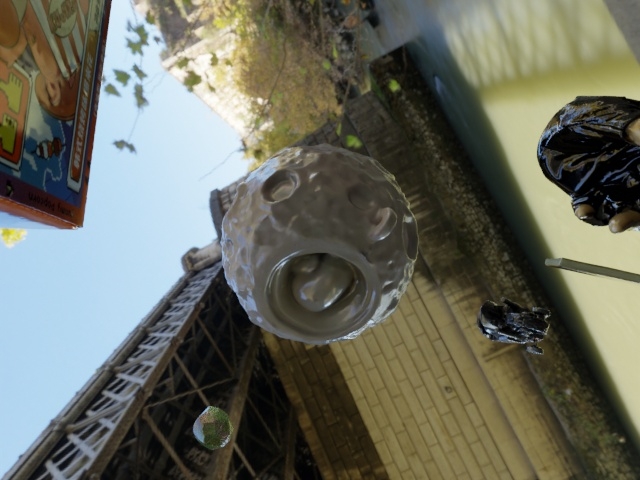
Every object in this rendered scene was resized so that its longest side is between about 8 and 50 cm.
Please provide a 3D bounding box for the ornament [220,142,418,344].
[{"bbox_3d":[0.000,0.000,0.761,0.337,0.336,0.337,62,-174,-12],"label":"ornament"}]

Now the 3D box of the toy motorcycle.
[{"bbox_3d":[0.485,0.217,1.126,0.307,0.173,0.108,39,-114,-61],"label":"toy motorcycle"}]

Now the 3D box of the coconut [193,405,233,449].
[{"bbox_3d":[-0.224,0.398,0.928,0.081,0.082,0.084,-54,-49,-74],"label":"coconut"}]

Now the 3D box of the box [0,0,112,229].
[{"bbox_3d":[-0.350,-0.202,0.335,0.318,0.256,0.350,111,160,-80],"label":"box"}]

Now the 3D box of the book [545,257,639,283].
[{"bbox_3d":[0.622,0.078,0.879,0.208,0.295,0.020,9,-86,-70],"label":"book"}]

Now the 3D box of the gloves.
[{"bbox_3d":[0.327,-0.074,0.473,0.203,0.124,0.164,60,173,44],"label":"gloves"}]
